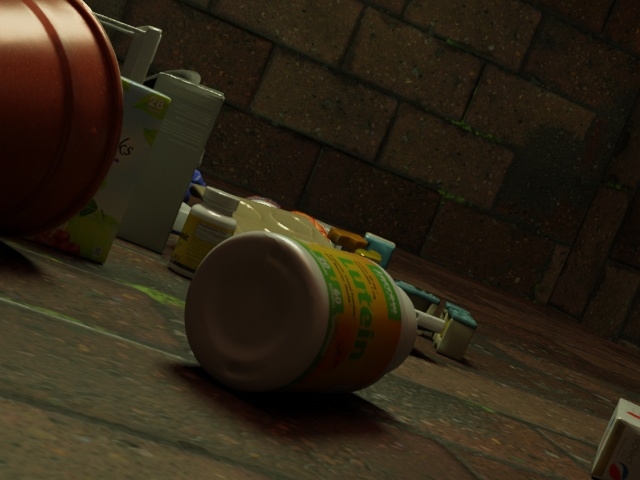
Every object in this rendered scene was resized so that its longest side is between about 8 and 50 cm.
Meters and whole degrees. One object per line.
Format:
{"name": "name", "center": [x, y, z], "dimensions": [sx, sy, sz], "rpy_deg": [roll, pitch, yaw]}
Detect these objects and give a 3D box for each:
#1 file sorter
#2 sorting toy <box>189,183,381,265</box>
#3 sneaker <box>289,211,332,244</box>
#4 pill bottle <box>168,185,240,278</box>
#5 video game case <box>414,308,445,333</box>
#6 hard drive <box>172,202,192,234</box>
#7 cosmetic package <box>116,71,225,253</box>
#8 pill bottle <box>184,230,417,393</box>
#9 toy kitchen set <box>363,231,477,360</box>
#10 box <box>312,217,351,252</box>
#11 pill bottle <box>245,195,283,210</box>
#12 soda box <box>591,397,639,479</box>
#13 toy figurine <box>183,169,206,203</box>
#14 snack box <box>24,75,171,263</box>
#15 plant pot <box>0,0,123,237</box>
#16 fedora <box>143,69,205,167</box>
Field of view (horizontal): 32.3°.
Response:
{"name": "file sorter", "center": [-0.344, -0.178, 1.466], "dimensions": [0.173, 0.277, 0.193], "rpy_deg": [19, 5, -17]}
{"name": "sorting toy", "center": [-0.030, 0.007, 1.644], "dimensions": [0.307, 0.041, 0.229], "rpy_deg": [16, 16, -36]}
{"name": "sneaker", "center": [-0.009, 0.013, 1.902], "dimensions": [0.175, 0.064, 0.067], "rpy_deg": [51, 11, 23]}
{"name": "pill bottle", "center": [-0.147, -0.008, 1.430], "dimensions": [0.065, 0.116, 0.065], "rpy_deg": [23, 4, -2]}
{"name": "video game case", "center": [0.056, 0.089, 1.608], "dimensions": [0.183, 0.023, 0.201], "rpy_deg": [23, -9, -24]}
{"name": "hard drive", "center": [-0.330, -0.080, 1.910], "dimensions": [0.210, 0.040, 0.319], "rpy_deg": [20, 5, -29]}
{"name": "cosmetic package", "center": [-0.222, -0.112, 1.553], "dimensions": [0.107, 0.238, 0.127], "rpy_deg": [19, 7, -9]}
{"name": "pill bottle", "center": [-0.003, 0.073, 1.020], "dimensions": [0.136, 0.136, 0.246], "rpy_deg": [25, 5, 29]}
{"name": "toy kitchen set", "center": [0.144, 0.085, 1.744], "dimensions": [0.207, 0.122, 0.166], "rpy_deg": [22, 4, 0]}
{"name": "box", "center": [0.000, 0.000, 2.408], "dimensions": [0.126, 0.072, 0.137], "rpy_deg": [23, 5, 11]}
{"name": "pill bottle", "center": [-0.106, -0.020, 1.850], "dimensions": [0.108, 0.108, 0.193], "rpy_deg": [22, 4, -4]}
{"name": "soda box", "center": [0.362, 0.238, 1.280], "dimensions": [0.069, 0.073, 0.216], "rpy_deg": [24, 4, 15]}
{"name": "toy figurine", "center": [-0.360, -0.145, 2.299], "dimensions": [0.363, 0.191, 0.217], "rpy_deg": [17, -31, 40]}
{"name": "snack box", "center": [-0.289, -0.100, 1.234], "dimensions": [0.175, 0.207, 0.070], "rpy_deg": [20, 5, -28]}
{"name": "plant pot", "center": [-0.369, -0.132, 1.019], "dimensions": [0.272, 0.272, 0.265], "rpy_deg": [24, 12, 20]}
{"name": "fedora", "center": [-0.268, -0.158, 1.764], "dimensions": [0.275, 0.243, 0.124], "rpy_deg": [14, -33, 55]}
